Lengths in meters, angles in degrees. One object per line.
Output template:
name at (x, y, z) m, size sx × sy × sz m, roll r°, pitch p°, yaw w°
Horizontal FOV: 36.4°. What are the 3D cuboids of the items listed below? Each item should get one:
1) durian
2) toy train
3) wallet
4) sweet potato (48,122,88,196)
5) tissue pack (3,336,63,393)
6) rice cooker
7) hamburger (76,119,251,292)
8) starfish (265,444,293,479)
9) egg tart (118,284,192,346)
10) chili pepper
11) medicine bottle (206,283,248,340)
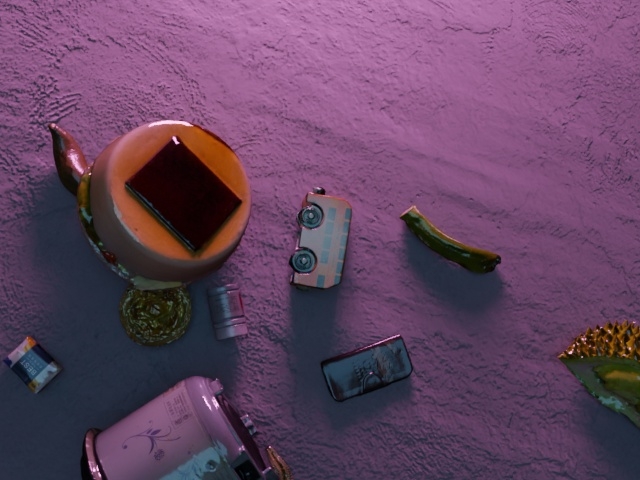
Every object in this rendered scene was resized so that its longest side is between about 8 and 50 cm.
durian at (0.598, 0.273, 1.732) m, size 0.352 × 0.158 × 0.169 m, roll 44°, pitch 117°, yaw 1°
toy train at (0.000, 0.000, 1.717) m, size 0.099 × 0.072 × 0.188 m, roll 10°, pitch 83°, yaw -2°
wallet at (0.083, 0.228, 1.726) m, size 0.157 × 0.018 × 0.082 m, roll -17°, pitch 86°, yaw -7°
sweet potato at (-0.403, -0.095, 1.707) m, size 0.069 × 0.059 × 0.249 m, roll -43°, pitch 93°, yaw -20°
tissue pack at (-0.492, 0.214, 1.672) m, size 0.062 × 0.042 × 0.083 m, roll -44°, pitch 89°, yaw -10°
rice cooker at (-0.235, 0.377, 1.552) m, size 0.317 × 0.316 × 0.264 m, roll -33°, pitch 117°, yaw -7°
hamburger at (-0.260, -0.063, 1.643) m, size 0.302 × 0.170 × 0.302 m, roll 8°, pitch 72°, yaw -25°
starfish at (-0.074, 0.462, 1.667) m, size 0.217 × 0.050 × 0.223 m, roll -17°, pitch 72°, yaw -29°
egg tart at (-0.287, 0.124, 1.695) m, size 0.129 × 0.049 × 0.128 m, roll 0°, pitch 87°, yaw -7°
chili pepper at (0.230, 0.006, 1.749) m, size 0.202 × 0.050 × 0.052 m, roll 32°, pitch 119°, yaw -2°
medicine bottle at (-0.163, 0.125, 1.698) m, size 0.058 × 0.058 × 0.091 m, roll -11°, pitch 85°, yaw -5°
